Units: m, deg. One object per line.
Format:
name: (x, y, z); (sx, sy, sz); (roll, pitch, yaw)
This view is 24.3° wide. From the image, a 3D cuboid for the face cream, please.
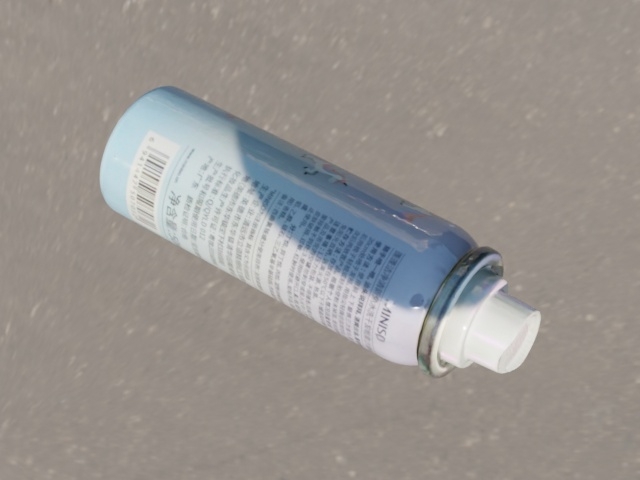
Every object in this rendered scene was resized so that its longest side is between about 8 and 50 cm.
face cream: (0.000, 0.000, 0.732); (0.229, 0.075, 0.075); (28, 75, 23)
